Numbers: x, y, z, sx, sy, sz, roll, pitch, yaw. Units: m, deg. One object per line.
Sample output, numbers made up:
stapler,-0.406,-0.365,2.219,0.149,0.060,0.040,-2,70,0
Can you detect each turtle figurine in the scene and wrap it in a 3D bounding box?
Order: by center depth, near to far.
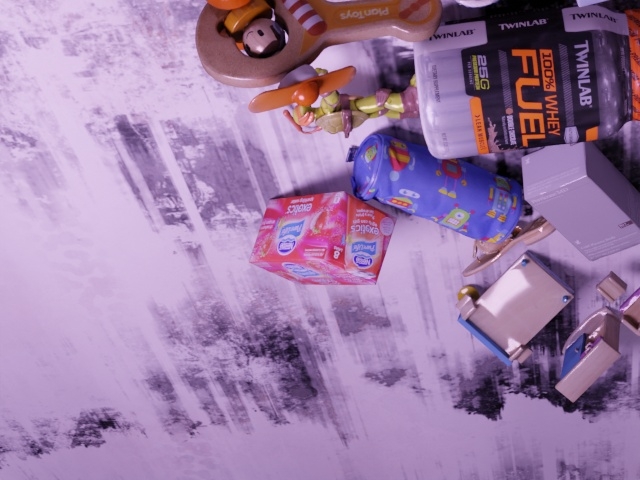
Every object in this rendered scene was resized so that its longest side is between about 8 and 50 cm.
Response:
turtle figurine,0.047,-0.211,1.914,0.217,0.087,0.269,-8,162,0

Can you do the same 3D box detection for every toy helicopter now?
toy helicopter,0.000,-0.292,1.732,0.355,0.235,0.140,-8,156,-1

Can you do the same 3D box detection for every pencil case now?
pencil case,0.194,-0.086,2.094,0.306,0.119,0.133,17,132,-21

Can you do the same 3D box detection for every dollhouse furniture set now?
dollhouse furniture set,0.465,0.108,2.402,0.303,0.198,0.286,40,112,0

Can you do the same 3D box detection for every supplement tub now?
supplement tub,0.317,-0.240,1.812,0.338,0.207,0.207,-7,143,10

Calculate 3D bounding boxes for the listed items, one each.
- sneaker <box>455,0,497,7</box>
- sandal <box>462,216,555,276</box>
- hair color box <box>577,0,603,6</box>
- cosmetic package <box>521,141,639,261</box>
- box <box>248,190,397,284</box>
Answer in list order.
sneaker,0.253,-0.379,1.765,0.135,0.052,0.058,-10,133,3
sandal,0.331,-0.015,2.240,0.079,0.088,0.240,52,136,-7
hair color box,0.493,-0.443,1.552,0.374,0.185,0.113,-11,142,16
cosmetic package,0.463,-0.073,2.123,0.127,0.107,0.238,-24,140,34
box,0.000,0.000,2.124,0.123,0.128,0.257,25,166,-29
